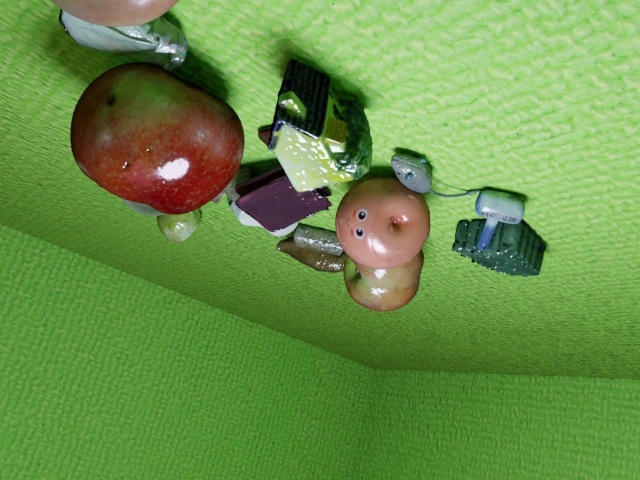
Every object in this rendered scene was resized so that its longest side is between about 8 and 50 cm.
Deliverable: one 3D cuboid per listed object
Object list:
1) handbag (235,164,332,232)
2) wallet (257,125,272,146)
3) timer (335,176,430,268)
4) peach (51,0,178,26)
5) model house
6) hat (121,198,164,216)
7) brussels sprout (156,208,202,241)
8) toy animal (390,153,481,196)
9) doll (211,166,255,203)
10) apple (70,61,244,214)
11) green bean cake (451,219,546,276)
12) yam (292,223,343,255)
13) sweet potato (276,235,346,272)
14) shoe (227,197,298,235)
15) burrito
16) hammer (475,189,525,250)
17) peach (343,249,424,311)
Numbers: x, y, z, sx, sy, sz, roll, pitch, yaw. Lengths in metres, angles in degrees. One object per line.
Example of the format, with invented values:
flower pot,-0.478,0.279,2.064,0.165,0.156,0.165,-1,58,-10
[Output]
handbag,-0.098,-0.119,1.729,0.216,0.074,0.203,-23,148,23
wallet,-0.031,-0.235,1.505,0.255,0.031,0.137,-3,155,41
timer,0.152,-0.044,1.596,0.230,0.229,0.215,23,176,-22
peach,-0.296,-0.420,0.855,0.292,0.247,0.292,33,158,15
model house,-0.009,-0.241,1.252,0.170,0.194,0.211,-9,141,22
hat,-0.418,-0.190,1.706,0.252,0.252,0.110,9,-174,17
brussels sprout,-0.473,-0.079,2.107,0.151,0.149,0.122,-31,128,10
toy animal,0.260,-0.137,1.521,0.253,0.070,0.079,23,176,-30
doll,-0.314,-0.175,1.803,0.286,0.091,0.202,-5,121,20
apple,-0.341,-0.211,1.361,0.348,0.277,0.348,29,-172,-5
green bean cake,0.485,0.026,1.746,0.193,0.107,0.208,-6,154,43
yam,0.000,0.000,2.075,0.179,0.078,0.078,13,161,2
sweet potato,-0.023,0.047,2.190,0.310,0.098,0.124,17,168,-23
shoe,-0.174,-0.091,1.956,0.110,0.095,0.265,45,-165,30
burrito,-0.366,-0.397,1.226,0.229,0.089,0.144,15,175,1
hammer,0.423,-0.039,1.585,0.116,0.069,0.194,12,138,5
peach,0.189,0.077,1.897,0.252,0.252,0.252,13,161,5
